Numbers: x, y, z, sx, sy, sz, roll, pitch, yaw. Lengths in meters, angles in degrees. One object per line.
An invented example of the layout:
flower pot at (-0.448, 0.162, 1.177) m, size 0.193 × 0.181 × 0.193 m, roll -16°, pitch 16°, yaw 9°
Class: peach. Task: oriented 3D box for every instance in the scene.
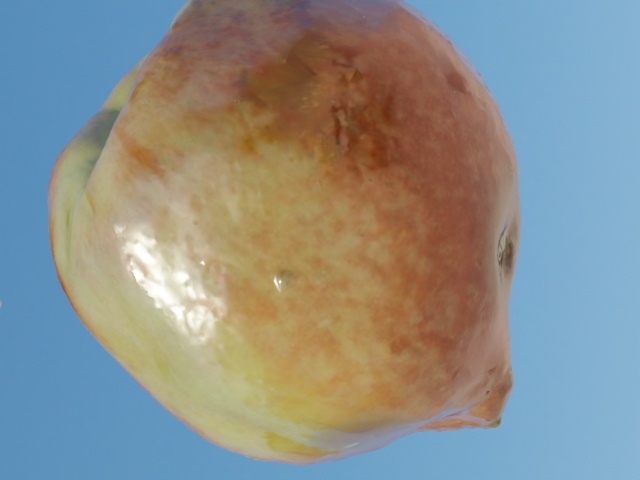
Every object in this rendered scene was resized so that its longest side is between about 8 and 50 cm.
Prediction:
peach at (0.000, 0.000, 0.877) m, size 0.232 × 0.256 × 0.232 m, roll -52°, pitch 11°, yaw 14°
